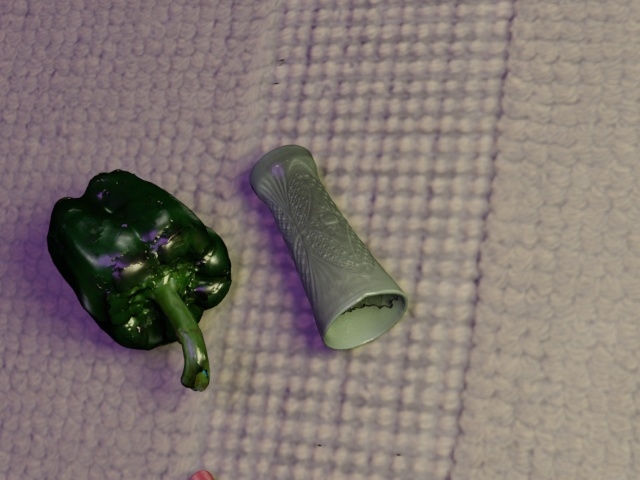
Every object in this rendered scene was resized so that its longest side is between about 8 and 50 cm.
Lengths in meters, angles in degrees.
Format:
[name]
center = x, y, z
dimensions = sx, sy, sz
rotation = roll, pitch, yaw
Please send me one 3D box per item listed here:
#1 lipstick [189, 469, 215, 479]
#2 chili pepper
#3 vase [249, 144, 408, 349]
[lipstick]
center = -0.070, 0.324, 1.224
dimensions = 0.053, 0.053, 0.234
rotation = -42, 59, 6
[chili pepper]
center = -0.175, 0.040, 1.314
dimensions = 0.165, 0.174, 0.261
rotation = -37, 56, -21
[vase]
center = 0.000, 0.000, 1.287
dimensions = 0.096, 0.096, 0.219
rotation = -35, 58, 10
